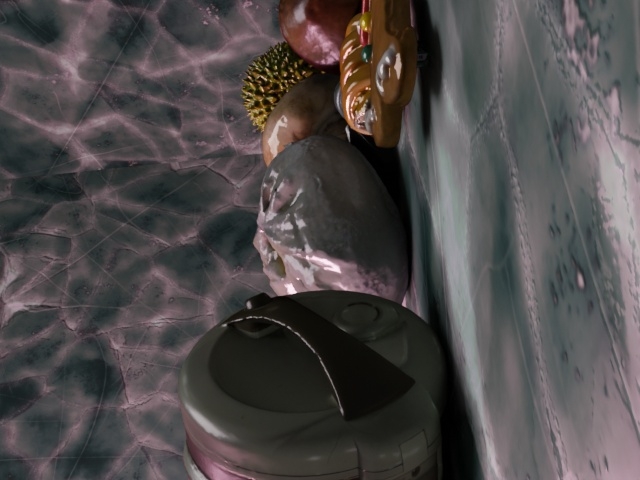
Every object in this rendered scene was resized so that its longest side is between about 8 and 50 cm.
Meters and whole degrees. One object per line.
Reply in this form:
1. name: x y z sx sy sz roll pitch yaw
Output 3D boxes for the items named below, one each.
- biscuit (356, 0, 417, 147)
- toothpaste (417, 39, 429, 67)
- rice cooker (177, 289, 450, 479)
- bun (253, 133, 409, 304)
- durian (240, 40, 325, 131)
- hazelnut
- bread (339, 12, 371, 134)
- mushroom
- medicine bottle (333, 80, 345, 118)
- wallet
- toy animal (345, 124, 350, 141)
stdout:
1. biscuit: 0.066 -0.274 0.914 0.216 0.047 0.340 100 170 -70
2. toothpaste: 0.101 -0.199 0.869 0.083 0.020 0.017 -96 2 -68
3. rice cooker: -0.002 0.234 0.971 0.335 0.335 0.325 -97 2 -63
4. bun: 0.000 0.005 1.298 0.354 0.194 0.355 161 90 -74
5. durian: -0.041 -0.339 1.866 0.224 0.291 0.291 -131 32 -62
6. hazelnut: 0.028 -0.358 1.221 0.202 0.160 0.170 -56 33 22
7. bread: 0.068 -0.222 1.080 0.119 0.084 0.177 86 -178 -59
8. mushroom: 0.009 -0.185 1.500 0.255 0.184 0.255 -30 -51 -46
9. medicine bottle: 0.064 -0.231 1.331 0.130 0.080 0.080 -97 2 -78
10. wallet: 0.085 -0.069 1.331 0.124 0.025 0.244 48 156 39
11. toy animal: 0.078 -0.128 1.399 0.071 0.085 0.124 -99 16 -50
